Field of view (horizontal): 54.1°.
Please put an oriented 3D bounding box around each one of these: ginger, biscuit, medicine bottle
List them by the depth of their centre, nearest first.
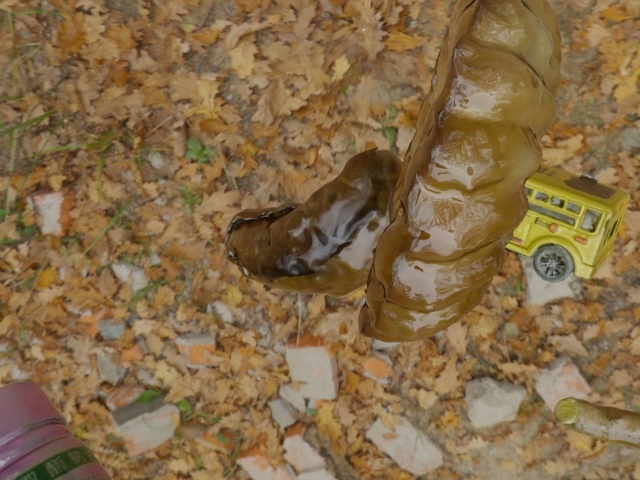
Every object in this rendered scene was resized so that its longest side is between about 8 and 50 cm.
[{"bbox_3d":[0.118,-0.064,0.541,0.107,0.325,0.325,15,109,3],"label":"biscuit"},{"bbox_3d":[0.000,0.000,0.863,0.321,0.165,0.172,-22,86,32],"label":"ginger"},{"bbox_3d":[-0.419,0.396,0.925,0.325,0.212,0.212,46,107,16],"label":"medicine bottle"},{"bbox_3d":[0.535,0.305,1.012,0.299,0.065,0.118,8,143,19],"label":"ginger"}]

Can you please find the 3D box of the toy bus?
[{"bbox_3d":[0.302,-0.061,1.008,0.330,0.144,0.152,25,120,29],"label":"toy bus"}]
